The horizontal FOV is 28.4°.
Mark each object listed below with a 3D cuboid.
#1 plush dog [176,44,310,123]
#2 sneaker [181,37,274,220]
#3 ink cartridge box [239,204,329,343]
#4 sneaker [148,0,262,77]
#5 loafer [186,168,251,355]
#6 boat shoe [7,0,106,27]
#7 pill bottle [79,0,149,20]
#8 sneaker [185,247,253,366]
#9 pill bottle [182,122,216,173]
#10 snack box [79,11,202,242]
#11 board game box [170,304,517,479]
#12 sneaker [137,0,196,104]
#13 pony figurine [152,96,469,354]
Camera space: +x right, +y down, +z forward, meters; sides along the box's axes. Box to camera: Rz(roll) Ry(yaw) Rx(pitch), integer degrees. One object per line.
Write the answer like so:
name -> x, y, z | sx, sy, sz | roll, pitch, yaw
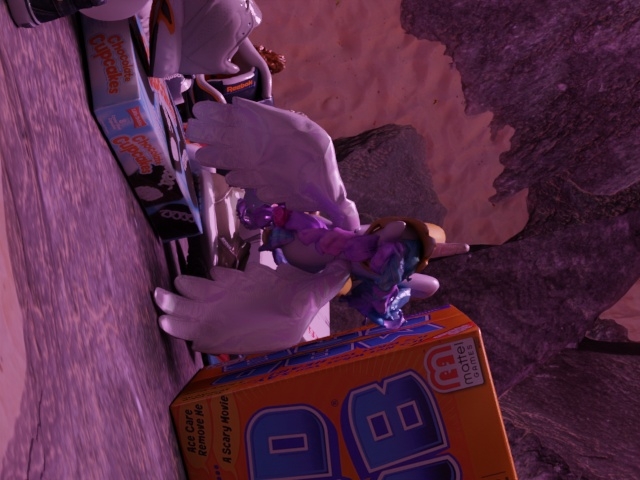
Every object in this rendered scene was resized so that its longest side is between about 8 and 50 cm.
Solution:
plush dog -> -0.164, -0.212, 2.044 | 0.210, 0.262, 0.225 | 30, -46, 42
sneaker -> -0.133, -0.183, 1.900 | 0.127, 0.126, 0.321 | -3, -72, 60
ink cartridge box -> -0.083, 0.078, 2.016 | 0.207, 0.117, 0.283 | 54, 19, -28
sneaker -> -0.117, -0.282, 1.391 | 0.262, 0.121, 0.099 | 113, -25, -53
loafer -> -0.129, 0.029, 1.693 | 0.094, 0.087, 0.251 | -5, -94, 63
boat shoe -> -0.243, -0.280, 1.083 | 0.065, 0.083, 0.183 | -101, 177, -76
pill bottle -> -0.234, -0.339, 1.364 | 0.121, 0.121, 0.216 | 75, 1, -49
sneaker -> -0.116, 0.101, 1.813 | 0.104, 0.125, 0.262 | 70, 6, -87
pill bottle -> -0.191, -0.116, 1.790 | 0.152, 0.086, 0.086 | -104, 180, -68
snack box -> -0.217, -0.153, 1.536 | 0.322, 0.060, 0.187 | 74, 2, -62
board game box -> 0.050, 0.304, 1.559 | 0.356, 0.357, 0.356 | -77, 153, -88
sneaker -> -0.226, -0.276, 1.764 | 0.235, 0.094, 0.153 | 96, -26, -61
pony figurine -> 0.000, 0.000, 1.551 | 0.363, 0.351, 0.302 | 42, 56, -85
